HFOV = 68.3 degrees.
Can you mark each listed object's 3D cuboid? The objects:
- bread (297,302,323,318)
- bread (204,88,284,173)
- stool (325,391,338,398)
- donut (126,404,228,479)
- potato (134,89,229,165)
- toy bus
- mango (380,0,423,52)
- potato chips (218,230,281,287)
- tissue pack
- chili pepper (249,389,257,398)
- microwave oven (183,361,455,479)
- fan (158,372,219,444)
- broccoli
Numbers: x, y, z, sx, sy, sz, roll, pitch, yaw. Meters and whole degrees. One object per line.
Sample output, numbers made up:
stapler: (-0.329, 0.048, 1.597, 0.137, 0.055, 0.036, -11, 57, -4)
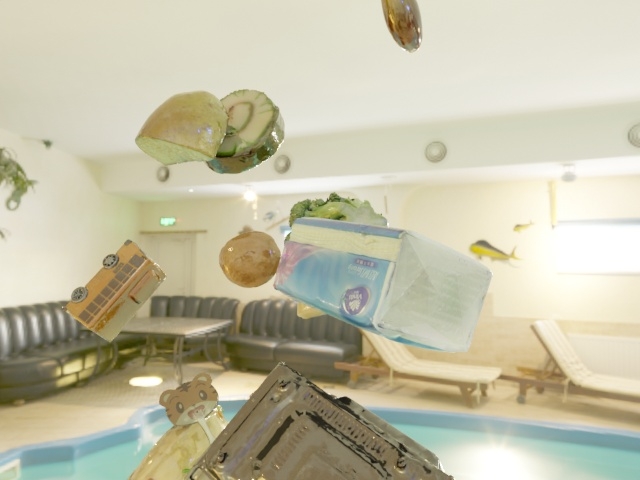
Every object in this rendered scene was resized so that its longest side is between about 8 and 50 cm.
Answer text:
bread: (-0.012, 0.160, 1.549, 0.139, 0.178, 0.060, -12, -32, 25)
bread: (-0.336, -0.436, 1.889, 0.381, 0.366, 0.129, 3, -29, 15)
stool: (-0.050, 0.660, 1.824, 0.179, 0.179, 0.264, 3, -6, -33)
donut: (-0.410, 0.650, 1.335, 0.150, 0.371, 0.307, 37, 11, 14)
potato: (-0.508, -0.445, 1.721, 0.330, 0.280, 0.212, 4, -19, 40)
toy bus: (-0.440, 0.108, 1.034, 0.114, 0.201, 0.098, 27, -23, 25)
mango: (0.257, -0.734, 1.517, 0.111, 0.268, 0.133, 1, 38, 51)
potato chips: (-0.237, 0.062, 1.551, 0.208, 0.196, 0.062, 14, 2, 4)
tissue pack: (0.082, 0.061, 0.713, 0.198, 0.146, 0.263, 22, -5, -34)
chili pepper: (-0.226, 0.532, 1.614, 0.027, 0.045, 0.178, 42, -12, 7)
microwave oven: (0.005, 0.400, 0.749, 0.354, 0.286, 0.218, 24, -28, 38)
fan: (-0.331, 0.462, 1.266, 0.152, 0.008, 0.226, -24, 47, -24)
broccoli: (0.058, -0.004, 1.148, 0.294, 0.265, 0.245, 4, -21, -11)
